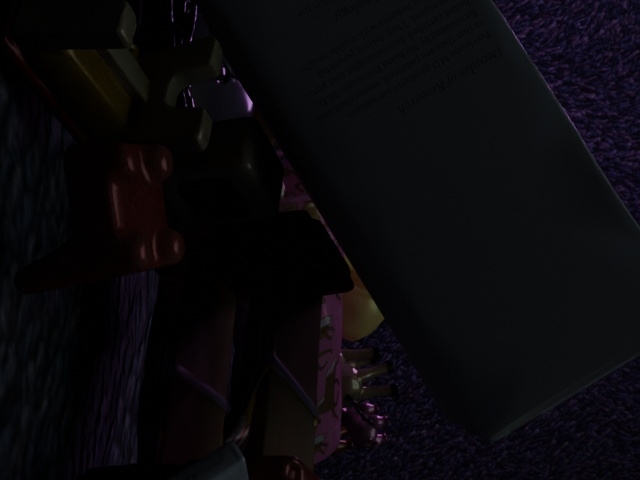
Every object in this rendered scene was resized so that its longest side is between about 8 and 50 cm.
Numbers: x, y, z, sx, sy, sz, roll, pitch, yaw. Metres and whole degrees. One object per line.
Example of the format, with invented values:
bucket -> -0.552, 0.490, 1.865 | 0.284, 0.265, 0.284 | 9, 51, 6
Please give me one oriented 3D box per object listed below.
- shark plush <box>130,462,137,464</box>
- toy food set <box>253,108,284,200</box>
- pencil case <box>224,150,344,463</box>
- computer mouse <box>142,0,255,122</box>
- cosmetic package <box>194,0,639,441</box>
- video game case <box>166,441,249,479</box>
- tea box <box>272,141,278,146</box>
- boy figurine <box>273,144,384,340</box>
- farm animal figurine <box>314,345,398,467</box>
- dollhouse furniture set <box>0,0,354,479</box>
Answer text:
shark plush -> -0.144, 0.257, 0.774 | 0.067, 0.073, 0.161 | -143, -149, -70
toy food set -> -0.083, -0.140, 1.015 | 0.038, 0.132, 0.192 | 4, 90, -44
pencil case -> -0.046, 0.086, 1.204 | 0.160, 0.167, 0.386 | -32, 130, -52
computer mouse -> -0.100, -0.137, 0.876 | 0.272, 0.072, 0.188 | -53, 144, -84
cosmetic package -> 0.064, -0.064, 0.679 | 0.385, 0.156, 0.217 | 57, -2, 5
video game case -> -0.102, 0.195, 0.581 | 0.019, 0.143, 0.157 | 50, -22, 31
tea box -> 0.027, -0.113, 1.807 | 0.323, 0.220, 0.329 | 89, 4, -54
boy figurine -> 0.000, 0.000, 1.317 | 0.285, 0.092, 0.177 | 57, -33, 21
farm animal figurine -> -0.027, 0.199, 1.515 | 0.330, 0.172, 0.326 | 111, -32, -55
dollhouse furniture set -> -0.105, 0.028, 0.601 | 0.374, 0.152, 0.201 | 58, 30, -52
